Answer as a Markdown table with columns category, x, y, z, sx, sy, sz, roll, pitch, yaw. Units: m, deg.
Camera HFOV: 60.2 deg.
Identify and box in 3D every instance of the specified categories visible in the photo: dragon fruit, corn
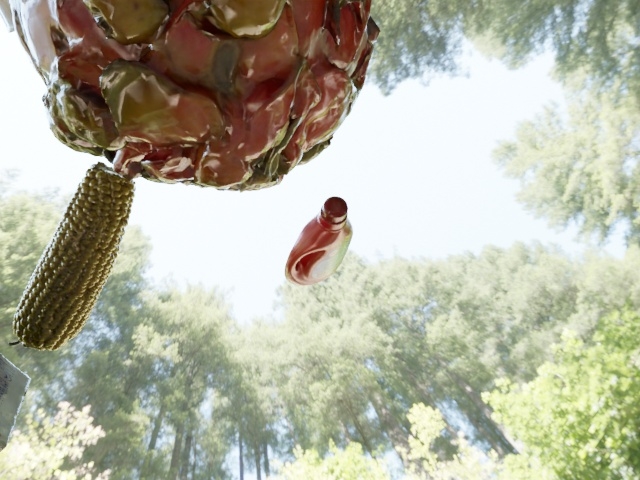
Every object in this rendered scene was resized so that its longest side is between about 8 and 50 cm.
| category | x | y | z | sx | sy | sz | roll | pitch | yaw |
| --- | --- | --- | --- | --- | --- | --- | --- | --- | --- |
| dragon fruit | -0.081 | -0.172 | 0.401 | 0.315 | 0.262 | 0.296 | -19 | -51 | -5 |
| corn | -0.362 | 0.036 | 0.822 | 0.102 | 0.101 | 0.310 | 29 | -86 | -11 |

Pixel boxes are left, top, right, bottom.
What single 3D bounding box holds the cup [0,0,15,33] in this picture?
| category | x | y | z | sx | sy | sz | roll | pitch | yaw |
| --- | --- | --- | --- | --- | --- | --- | --- | --- | --- |
| cup | -0.399 | -0.447 | 0.762 | 0.208 | 0.288 | 0.273 | -29 | -59 | -15 |

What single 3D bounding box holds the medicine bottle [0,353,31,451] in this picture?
| category | x | y | z | sx | sy | sz | roll | pitch | yaw |
| --- | --- | --- | --- | --- | --- | --- | --- | --- | --- |
| medicine bottle | -0.467 | 0.165 | 0.699 | 0.052 | 0.171 | 0.201 | -35 | -65 | -4 |

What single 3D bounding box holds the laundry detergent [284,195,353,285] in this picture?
| category | x | y | z | sx | sy | sz | roll | pitch | yaw |
| --- | --- | --- | --- | --- | --- | --- | --- | --- | --- |
| laundry detergent | 0.000 | 0.000 | 0.685 | 0.097 | 0.165 | 0.049 | -32 | -109 | -22 |
